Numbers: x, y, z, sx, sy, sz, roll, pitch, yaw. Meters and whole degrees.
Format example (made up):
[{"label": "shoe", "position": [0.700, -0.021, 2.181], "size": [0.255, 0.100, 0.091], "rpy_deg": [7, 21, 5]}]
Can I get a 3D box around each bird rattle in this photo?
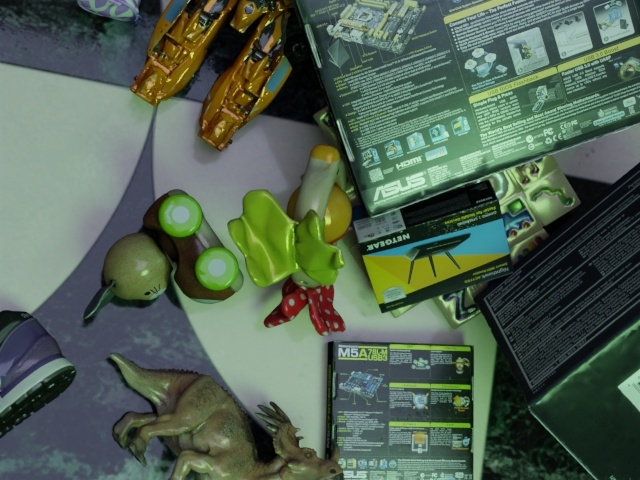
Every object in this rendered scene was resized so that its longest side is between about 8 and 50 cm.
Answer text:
[{"label": "bird rattle", "position": [0.000, 0.000, 1.443], "size": [0.143, 0.253, 0.207], "rpy_deg": [11, 72, 19]}]

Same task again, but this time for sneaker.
[{"label": "sneaker", "position": [-0.439, 0.193, 1.410], "size": [0.283, 0.107, 0.124], "rpy_deg": [-35, 76, -18]}]

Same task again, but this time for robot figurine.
[{"label": "robot figurine", "position": [-0.100, -0.269, 1.501], "size": [0.211, 0.085, 0.291], "rpy_deg": [33, 99, -7]}]

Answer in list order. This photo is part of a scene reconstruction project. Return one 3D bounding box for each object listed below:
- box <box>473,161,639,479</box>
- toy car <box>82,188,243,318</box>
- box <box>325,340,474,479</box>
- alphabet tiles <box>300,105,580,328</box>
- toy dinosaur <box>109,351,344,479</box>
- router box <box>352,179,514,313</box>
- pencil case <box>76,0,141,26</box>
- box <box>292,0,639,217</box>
[{"label": "box", "position": [0.374, 0.092, 1.422], "size": [0.296, 0.294, 0.183], "rpy_deg": [-40, 110, 11]}, {"label": "toy car", "position": [-0.203, 0.042, 1.446], "size": [0.188, 0.155, 0.149], "rpy_deg": [-34, 90, -4]}, {"label": "box", "position": [0.102, 0.223, 1.535], "size": [0.190, 0.045, 0.184], "rpy_deg": [2, 80, -11]}, {"label": "alphabet tiles", "position": [0.154, -0.065, 1.530], "size": [0.285, 0.011, 0.342], "rpy_deg": [-33, 103, 7]}, {"label": "toy dinosaur", "position": [-0.126, 0.231, 1.449], "size": [0.200, 0.127, 0.296], "rpy_deg": [-38, 83, -18]}, {"label": "router box", "position": [0.143, 0.009, 1.491], "size": [0.179, 0.133, 0.046], "rpy_deg": [-18, 42, 3]}, {"label": "pencil case", "position": [-0.252, -0.382, 1.519], "size": [0.086, 0.088, 0.206], "rpy_deg": [12, 79, -12]}, {"label": "box", "position": [0.188, -0.240, 1.433], "size": [0.395, 0.097, 0.318], "rpy_deg": [-20, 104, 1]}]
